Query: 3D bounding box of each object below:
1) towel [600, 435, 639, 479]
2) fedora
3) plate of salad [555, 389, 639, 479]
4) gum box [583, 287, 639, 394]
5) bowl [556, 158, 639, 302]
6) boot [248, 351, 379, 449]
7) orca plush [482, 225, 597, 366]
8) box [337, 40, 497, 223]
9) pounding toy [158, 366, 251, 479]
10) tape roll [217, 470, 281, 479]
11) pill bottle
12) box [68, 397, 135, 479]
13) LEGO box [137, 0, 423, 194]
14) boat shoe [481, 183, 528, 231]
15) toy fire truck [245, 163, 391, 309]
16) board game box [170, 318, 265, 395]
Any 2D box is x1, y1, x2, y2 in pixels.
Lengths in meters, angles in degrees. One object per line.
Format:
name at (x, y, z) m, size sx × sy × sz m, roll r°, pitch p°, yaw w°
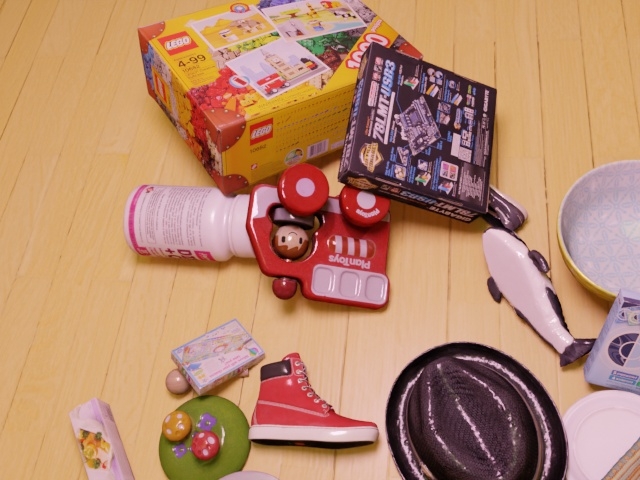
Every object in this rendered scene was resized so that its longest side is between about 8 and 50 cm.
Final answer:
towel at (0.537, 0.466, 0.972) m, size 0.370 × 0.040 × 0.271 m, roll -42°, pitch 76°, yaw -10°
fedora at (0.256, 0.312, 1.081) m, size 0.334 × 0.152 × 0.334 m, roll -6°, pitch 62°, yaw 12°
plate of salad at (0.503, 0.355, 1.075) m, size 0.200 × 0.048 × 0.199 m, roll -8°, pitch 65°, yaw 18°
gum box at (0.552, 0.180, 1.072) m, size 0.157 × 0.184 × 0.041 m, roll 13°, pitch 34°, yaw 8°
bowl at (0.577, 0.011, 1.181) m, size 0.289 × 0.156 × 0.289 m, roll -5°, pitch 62°, yaw 9°
boot at (-0.007, 0.295, 1.195) m, size 0.244 × 0.088 × 0.176 m, roll 0°, pitch 60°, yaw 16°
orca plush at (0.423, 0.087, 1.208) m, size 0.102 × 0.151 × 0.287 m, roll -16°, pitch 51°, yaw -34°
box at (0.200, -0.213, 1.267) m, size 0.293 × 0.073 × 0.295 m, roll 15°, pitch 69°, yaw -13°
pounding toy at (-0.231, 0.344, 1.199) m, size 0.183 × 0.110 × 0.236 m, roll -6°, pitch 61°, yaw 8°
tape roll at (-0.122, 0.517, 1.103) m, size 0.219 × 0.072 × 0.219 m, roll -4°, pitch 62°, yaw 8°
pill bottle at (-0.264, -0.038, 1.384) m, size 0.283 × 0.160 × 0.160 m, roll 3°, pitch 63°, yaw 14°
box at (-0.391, 0.453, 1.200) m, size 0.063 × 0.067 × 0.324 m, roll -30°, pitch 61°, yaw -4°
LEGO box at (-0.088, -0.366, 1.427) m, size 0.500 × 0.193 × 0.372 m, roll -25°, pitch 58°, yaw -23°
boat shoe at (0.330, -0.085, 1.334) m, size 0.206 × 0.075 × 0.065 m, roll 36°, pitch 71°, yaw 21°
toy fire truck at (0.000, 0.000, 1.278) m, size 0.302 × 0.169 × 0.253 m, roll 9°, pitch 76°, yaw -12°
board game box at (-0.203, 0.228, 1.265) m, size 0.154 × 0.026 × 0.103 m, roll -25°, pitch 55°, yaw -34°
